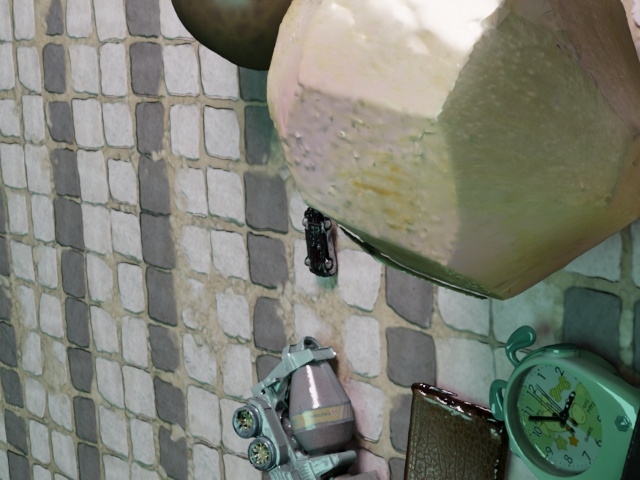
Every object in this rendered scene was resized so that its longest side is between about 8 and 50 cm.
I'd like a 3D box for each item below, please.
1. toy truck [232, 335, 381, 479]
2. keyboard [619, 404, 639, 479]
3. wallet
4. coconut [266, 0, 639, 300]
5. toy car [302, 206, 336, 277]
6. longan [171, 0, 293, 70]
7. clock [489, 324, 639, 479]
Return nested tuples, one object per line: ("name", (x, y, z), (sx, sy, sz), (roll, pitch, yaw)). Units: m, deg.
("toy truck", (-0.003, 0.258, 1.471), (0.140, 0.108, 0.256), (-37, 68, 32))
("keyboard", (0.329, 0.235, 1.118), (0.027, 0.106, 0.316), (-90, 9, -68))
("wallet", (0.151, 0.293, 1.359), (0.133, 0.039, 0.243), (18, 112, 37))
("coconut", (0.143, -0.116, 1.047), (0.353, 0.353, 0.352), (14, 110, 45))
("toy car", (0.000, 0.000, 1.458), (0.041, 0.025, 0.093), (14, 113, 44))
("longan", (-0.076, -0.300, 1.352), (0.198, 0.198, 0.212), (-35, 89, 46))
("clock", (0.252, 0.174, 1.198), (0.188, 0.060, 0.148), (40, 127, 35))
